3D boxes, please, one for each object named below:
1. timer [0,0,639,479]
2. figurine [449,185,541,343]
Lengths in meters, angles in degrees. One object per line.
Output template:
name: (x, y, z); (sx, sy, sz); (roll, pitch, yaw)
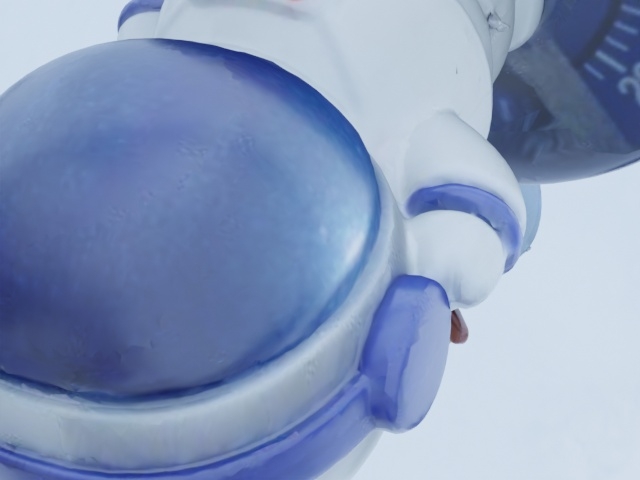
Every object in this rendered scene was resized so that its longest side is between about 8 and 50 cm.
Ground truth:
timer: (0.015, -0.068, 0.451); (0.270, 0.383, 0.270); (18, 140, 16)
figurine: (0.001, 0.001, 1.405); (0.388, 0.248, 0.277); (-20, 86, 44)
